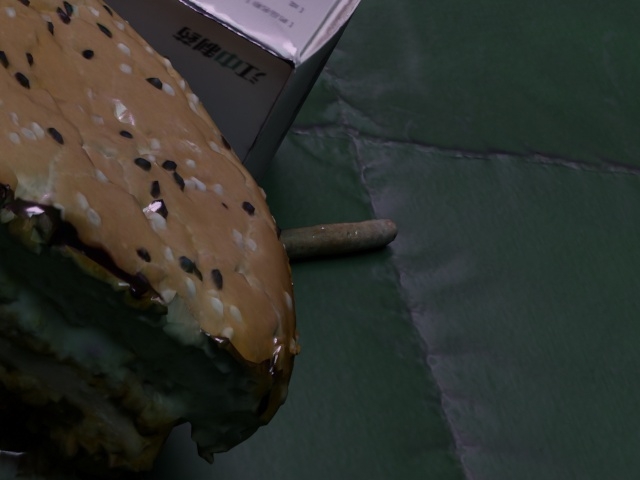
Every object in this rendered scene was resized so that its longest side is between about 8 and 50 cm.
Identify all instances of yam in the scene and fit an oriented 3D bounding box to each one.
[{"bbox_3d":[0.000,0.000,1.190,0.116,0.021,0.021,-9,55,-34],"label":"yam"}]

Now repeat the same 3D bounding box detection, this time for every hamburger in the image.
[{"bbox_3d":[-0.174,-0.019,0.940,0.318,0.195,0.277,34,27,-32],"label":"hamburger"}]

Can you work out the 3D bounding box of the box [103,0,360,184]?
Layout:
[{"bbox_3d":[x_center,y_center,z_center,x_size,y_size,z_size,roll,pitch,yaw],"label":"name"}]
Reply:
[{"bbox_3d":[-0.158,-0.159,1.140,0.333,0.173,0.145,31,40,0],"label":"box"}]
